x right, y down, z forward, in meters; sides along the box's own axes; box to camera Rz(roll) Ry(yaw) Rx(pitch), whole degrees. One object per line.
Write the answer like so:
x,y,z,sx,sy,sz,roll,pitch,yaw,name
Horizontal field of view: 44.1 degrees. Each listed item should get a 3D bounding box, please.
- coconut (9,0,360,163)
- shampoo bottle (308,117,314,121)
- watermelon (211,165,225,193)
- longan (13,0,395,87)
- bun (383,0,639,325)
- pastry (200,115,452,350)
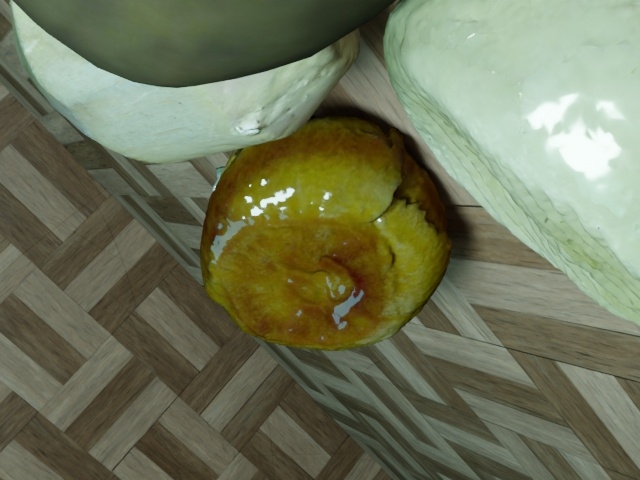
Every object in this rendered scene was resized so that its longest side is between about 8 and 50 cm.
-0.144,-0.232,0.778,0.352,0.352,0.352,37,162,14,coconut
-0.048,-0.139,1.125,0.284,0.101,0.101,38,162,8,shampoo bottle
-0.037,0.004,1.262,0.193,0.232,0.310,-9,143,26,watermelon
-0.082,-0.283,0.433,0.404,0.336,0.405,10,109,31,longan
0.216,-0.078,0.481,0.349,0.227,0.352,36,-175,-38,bun
0.000,0.000,1.046,0.356,0.356,0.164,52,-156,-32,pastry
